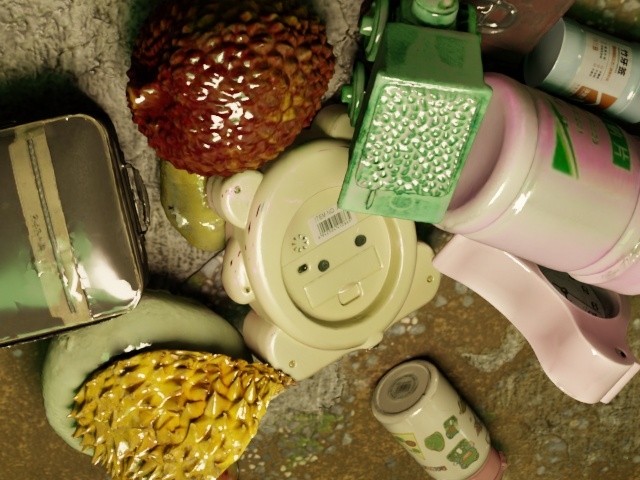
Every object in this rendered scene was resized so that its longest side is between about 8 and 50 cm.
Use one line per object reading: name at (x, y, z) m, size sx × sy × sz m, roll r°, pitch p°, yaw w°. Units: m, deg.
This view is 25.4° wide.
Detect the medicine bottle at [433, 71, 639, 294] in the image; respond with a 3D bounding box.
medicine bottle at (0.305, -0.069, 1.822) m, size 0.325 × 0.212 × 0.212 m, roll 19°, pitch 121°, yaw -29°

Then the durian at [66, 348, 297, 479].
durian at (-0.213, 0.227, 1.817) m, size 0.305 × 0.185 × 0.195 m, roll -29°, pitch 114°, yaw 28°

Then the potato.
potato at (-0.164, -0.071, 1.839) m, size 0.105 × 0.085 × 0.188 m, roll 15°, pitch 127°, yaw 23°

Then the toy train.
toy train at (0.106, -0.170, 1.683) m, size 0.145 × 0.202 × 0.266 m, roll 7°, pitch 140°, yaw -7°

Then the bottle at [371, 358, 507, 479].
bottle at (0.187, 0.297, 2.142) m, size 0.120 × 0.120 × 0.253 m, roll -31°, pitch 123°, yaw 13°

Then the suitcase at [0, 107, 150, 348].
suitcase at (-0.426, -0.008, 1.753) m, size 0.434 × 0.194 × 0.283 m, roll -13°, pitch 97°, yaw -2°

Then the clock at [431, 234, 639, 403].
clock at (0.289, 0.070, 1.904) m, size 0.290 × 0.275 × 0.080 m, roll 25°, pitch 122°, yaw -20°

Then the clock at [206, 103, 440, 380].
clock at (0.000, 0.000, 1.855) m, size 0.284 × 0.114 × 0.309 m, roll -30°, pitch 116°, yaw -17°

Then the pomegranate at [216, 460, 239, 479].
pomegranate at (-0.181, 0.368, 2.136) m, size 0.129 × 0.129 × 0.159 m, roll -15°, pitch 135°, yaw 2°

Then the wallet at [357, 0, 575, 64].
wallet at (0.181, -0.290, 1.735) m, size 0.229 × 0.049 × 0.182 m, roll 13°, pitch 147°, yaw -18°

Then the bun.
bun at (-0.241, 0.163, 1.943) m, size 0.293 × 0.187 × 0.293 m, roll -6°, pitch 136°, yaw -6°

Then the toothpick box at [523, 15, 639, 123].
toothpick box at (0.349, -0.218, 1.811) m, size 0.153 × 0.101 × 0.101 m, roll 16°, pitch 121°, yaw -18°

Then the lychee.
lychee at (-0.106, -0.194, 1.684) m, size 0.271 × 0.236 × 0.236 m, roll -24°, pitch 132°, yaw -30°
